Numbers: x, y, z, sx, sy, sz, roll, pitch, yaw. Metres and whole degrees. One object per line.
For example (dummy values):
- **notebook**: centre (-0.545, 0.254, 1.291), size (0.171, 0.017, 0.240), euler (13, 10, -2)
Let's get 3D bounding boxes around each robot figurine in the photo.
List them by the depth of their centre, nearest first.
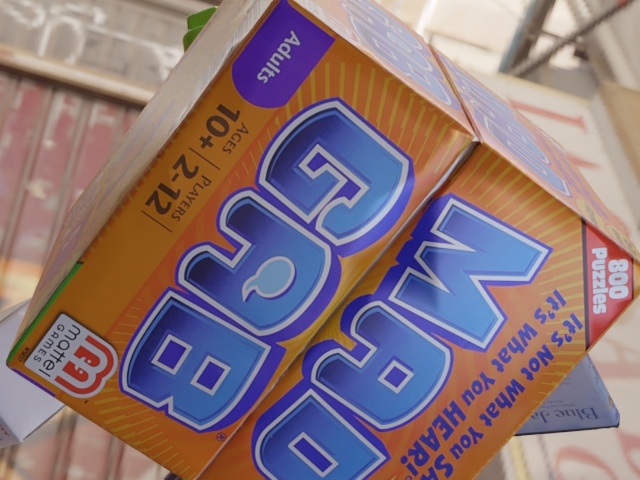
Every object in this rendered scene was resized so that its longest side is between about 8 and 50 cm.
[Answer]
- **robot figurine**: centre (-0.106, -0.181, 1.454), size (0.101, 0.067, 0.115), euler (10, 69, -65)

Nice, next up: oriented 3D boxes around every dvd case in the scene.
- **dvd case**: centre (0.207, 0.142, 1.534), size (0.253, 0.180, 0.022), euler (55, 35, -44)

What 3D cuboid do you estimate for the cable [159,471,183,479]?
- **cable**: centre (-0.167, 0.314, 1.234), size (0.257, 0.089, 0.257), euler (-53, 171, -7)

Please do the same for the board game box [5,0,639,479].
- **board game box**: centre (0.000, 0.000, 1.216), size (0.356, 0.356, 0.356), euler (-51, -166, 14)

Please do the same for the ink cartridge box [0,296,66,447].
- **ink cartridge box**: centre (-0.380, 0.164, 1.675), size (0.127, 0.128, 0.176), euler (-42, -169, -35)
